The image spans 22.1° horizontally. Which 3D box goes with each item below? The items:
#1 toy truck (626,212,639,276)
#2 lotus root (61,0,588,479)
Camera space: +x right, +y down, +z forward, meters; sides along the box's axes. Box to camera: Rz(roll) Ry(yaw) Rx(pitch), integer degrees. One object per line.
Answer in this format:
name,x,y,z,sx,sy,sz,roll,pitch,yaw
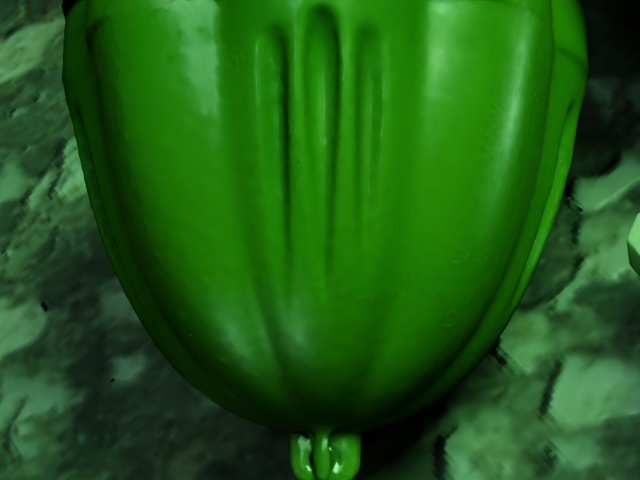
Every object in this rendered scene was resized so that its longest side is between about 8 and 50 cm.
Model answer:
toy truck,0.177,-0.004,0.502,0.169,0.077,0.100,-29,51,6
lotus root,0.000,0.000,0.544,0.186,0.186,0.186,-13,53,17
